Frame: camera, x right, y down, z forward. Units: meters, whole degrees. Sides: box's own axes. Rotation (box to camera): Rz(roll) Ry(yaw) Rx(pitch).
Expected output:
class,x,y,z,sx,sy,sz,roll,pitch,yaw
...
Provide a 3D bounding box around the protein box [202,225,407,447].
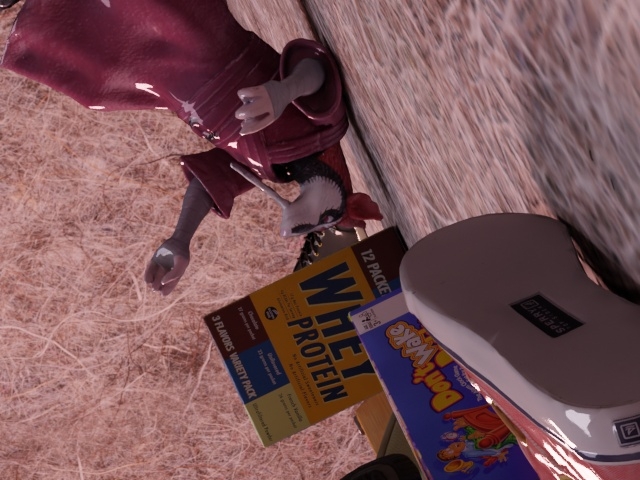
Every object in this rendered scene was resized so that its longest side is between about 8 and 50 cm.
class,x,y,z,sx,sy,sz,roll,pitch,yaw
protein box,0.009,0.094,1.212,0.201,0.200,0.136,88,157,-86

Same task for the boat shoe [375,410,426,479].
class,x,y,z,sx,sy,sz,roll,pitch,yaw
boat shoe,0.081,0.281,1.087,0.113,0.302,0.103,4,150,49

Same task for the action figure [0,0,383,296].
class,x,y,z,sx,sy,sz,roll,pitch,yaw
action figure,-0.089,-0.136,1.055,0.370,0.248,0.276,40,-137,-19

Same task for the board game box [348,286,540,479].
class,x,y,z,sx,sy,sz,roll,pitch,yaw
board game box,0.143,0.224,0.902,0.233,0.078,0.347,-117,2,-58

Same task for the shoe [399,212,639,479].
class,x,y,z,sx,sy,sz,roll,pitch,yaw
shoe,0.079,0.051,0.410,0.178,0.063,0.081,-130,19,-68

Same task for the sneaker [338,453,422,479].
class,x,y,z,sx,sy,sz,roll,pitch,yaw
sneaker,0.077,0.268,0.829,0.130,0.109,0.286,58,-169,-25

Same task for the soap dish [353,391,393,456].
class,x,y,z,sx,sy,sz,roll,pitch,yaw
soap dish,0.135,0.270,1.331,0.291,0.118,0.229,-134,19,-83

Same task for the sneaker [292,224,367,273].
class,x,y,z,sx,sy,sz,roll,pitch,yaw
sneaker,0.000,0.000,1.667,0.083,0.118,0.222,-117,2,-63
